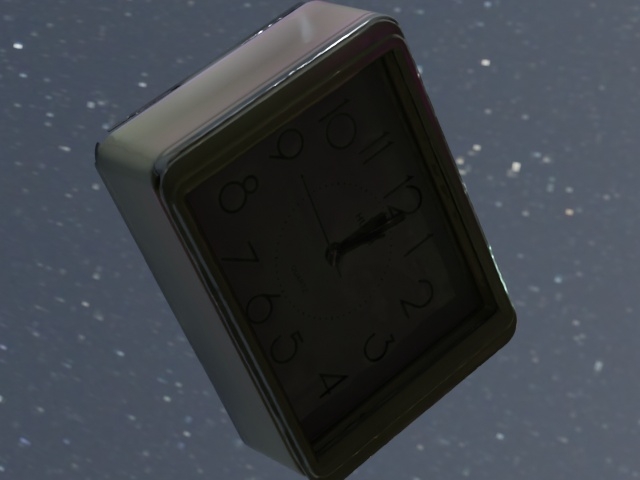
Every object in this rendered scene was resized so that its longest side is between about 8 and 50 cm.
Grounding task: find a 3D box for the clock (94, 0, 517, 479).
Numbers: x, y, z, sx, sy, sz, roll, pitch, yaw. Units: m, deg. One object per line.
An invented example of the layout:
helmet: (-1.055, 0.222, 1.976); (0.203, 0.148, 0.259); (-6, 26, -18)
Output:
clock: (0.000, 0.000, 0.722); (0.147, 0.071, 0.192); (-36, -61, -22)
